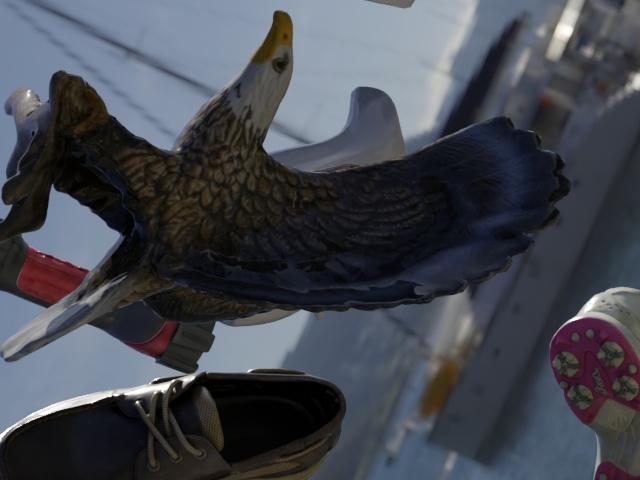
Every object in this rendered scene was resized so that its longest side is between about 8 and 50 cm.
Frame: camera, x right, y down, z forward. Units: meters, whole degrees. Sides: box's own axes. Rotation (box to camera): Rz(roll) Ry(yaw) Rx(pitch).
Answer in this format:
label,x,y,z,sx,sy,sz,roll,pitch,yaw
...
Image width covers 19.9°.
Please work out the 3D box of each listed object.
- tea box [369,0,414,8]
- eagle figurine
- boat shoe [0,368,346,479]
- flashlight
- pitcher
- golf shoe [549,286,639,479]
label,x,y,z,sx,sy,sz,roll,pitch,yaw
tea box,0.015,-0.425,1.741,0.329,0.323,0.220,-48,42,47
eagle figurine,-0.034,-0.021,1.071,0.225,0.298,0.226,-57,21,33
boat shoe,-0.135,0.172,1.675,0.355,0.132,0.130,-9,-26,-32
flashlight,-0.261,0.050,2.015,0.103,0.304,0.103,-64,16,8
pitcher,0.000,0.000,1.474,0.207,0.178,0.125,-35,5,-21
golf shoe,0.328,0.186,1.839,0.140,0.115,0.306,-49,-53,-52
